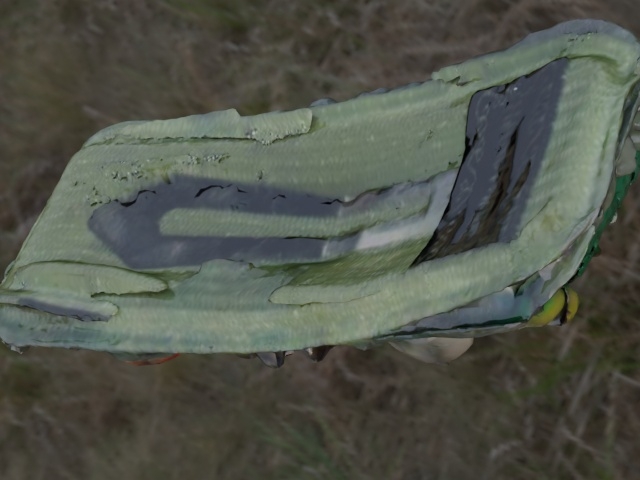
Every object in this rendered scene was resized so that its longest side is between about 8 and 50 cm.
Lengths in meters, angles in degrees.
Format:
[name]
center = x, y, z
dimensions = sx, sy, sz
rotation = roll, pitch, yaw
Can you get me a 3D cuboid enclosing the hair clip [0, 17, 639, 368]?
[hair clip]
center = 0.002, 0.001, 0.677
dimensions = 0.321, 0.091, 0.138
rotation = -5, 48, 40
